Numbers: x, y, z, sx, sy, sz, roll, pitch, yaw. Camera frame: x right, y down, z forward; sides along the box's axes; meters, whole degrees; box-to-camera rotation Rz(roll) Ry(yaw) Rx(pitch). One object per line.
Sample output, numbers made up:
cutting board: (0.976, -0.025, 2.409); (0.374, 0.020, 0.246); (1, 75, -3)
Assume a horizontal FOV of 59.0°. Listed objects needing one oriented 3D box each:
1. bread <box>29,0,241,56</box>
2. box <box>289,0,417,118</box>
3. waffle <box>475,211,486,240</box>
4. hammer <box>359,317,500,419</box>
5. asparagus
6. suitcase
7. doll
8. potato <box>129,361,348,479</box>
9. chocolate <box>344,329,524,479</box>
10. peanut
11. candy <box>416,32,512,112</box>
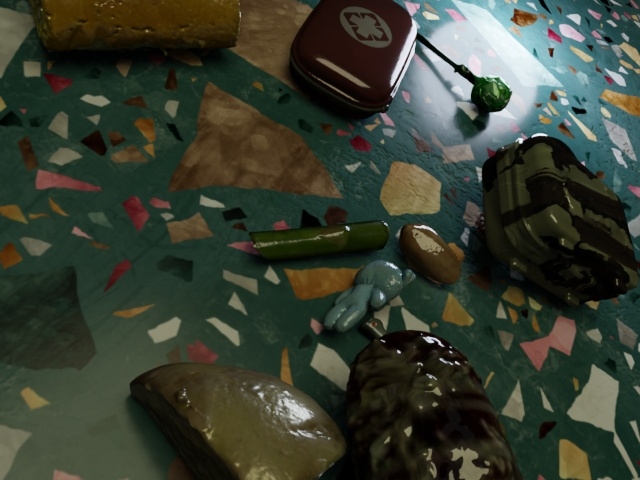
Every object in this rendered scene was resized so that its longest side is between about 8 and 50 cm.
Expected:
bread: (-0.356, -0.472, 1.099); (0.375, 0.165, 0.237); (-13, 69, -32)
box: (0.086, -0.456, 1.323); (0.263, 0.108, 0.404); (28, 52, -6)
waffle: (0.373, -0.028, 1.235); (0.075, 0.029, 0.083); (30, 52, -6)
hammer: (0.181, 0.242, 0.981); (0.287, 0.033, 0.111); (45, 52, 7)
asparagus: (0.000, 0.002, 1.029); (0.277, 0.067, 0.060); (-6, 90, -23)
suitcase: (0.491, -0.058, 1.191); (0.351, 0.194, 0.339); (28, 51, -29)
doll: (0.082, 0.107, 0.991); (0.180, 0.120, 0.075); (-49, 128, -29)
potato: (-0.100, 0.222, 0.762); (0.189, 0.211, 0.264); (-34, 74, -34)
chocolate: (0.141, 0.270, 0.765); (0.225, 0.210, 0.340); (-19, 44, 4)
peanut: (0.214, 0.025, 1.105); (0.152, 0.076, 0.076); (44, 53, -2)
candy: (0.361, -0.451, 1.473); (0.097, 0.097, 0.323); (-33, 70, -36)
